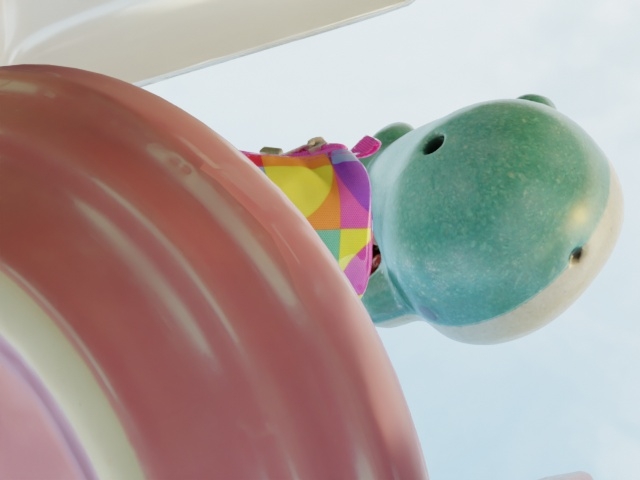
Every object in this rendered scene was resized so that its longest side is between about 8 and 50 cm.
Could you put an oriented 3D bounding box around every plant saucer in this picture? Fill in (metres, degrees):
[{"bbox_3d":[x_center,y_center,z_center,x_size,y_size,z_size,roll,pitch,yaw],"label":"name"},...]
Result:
[{"bbox_3d":[-0.113,0.105,0.553,0.332,0.332,0.084,13,-162,36],"label":"plant saucer"}]

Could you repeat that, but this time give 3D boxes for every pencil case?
[{"bbox_3d":[-0.084,-0.012,0.878,0.236,0.104,0.104,-1,-146,-15],"label":"pencil case"}]

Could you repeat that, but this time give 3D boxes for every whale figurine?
[{"bbox_3d":[0.089,-0.037,1.114,0.216,0.141,0.272,-50,-145,-8],"label":"whale figurine"}]

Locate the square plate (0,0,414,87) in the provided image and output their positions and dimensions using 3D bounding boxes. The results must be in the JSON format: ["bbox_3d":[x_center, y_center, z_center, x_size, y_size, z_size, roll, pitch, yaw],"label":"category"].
[{"bbox_3d":[-0.084,-0.259,0.990,0.344,0.347,0.049,-19,-132,-18],"label":"square plate"}]

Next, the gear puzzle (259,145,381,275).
[{"bbox_3d":[0.000,0.000,1.365,0.339,0.175,0.044,9,-134,40],"label":"gear puzzle"}]

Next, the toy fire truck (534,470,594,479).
[{"bbox_3d":[0.182,0.288,1.012,0.169,0.254,0.302,-14,-126,18],"label":"toy fire truck"}]
